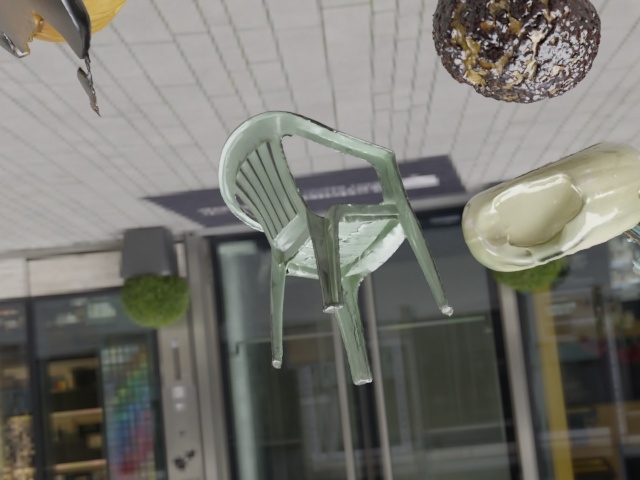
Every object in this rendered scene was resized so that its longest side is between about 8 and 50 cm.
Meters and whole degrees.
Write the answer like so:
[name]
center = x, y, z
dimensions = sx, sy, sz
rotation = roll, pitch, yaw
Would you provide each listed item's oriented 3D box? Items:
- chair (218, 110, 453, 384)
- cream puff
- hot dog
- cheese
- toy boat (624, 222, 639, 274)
[chair]
center = 0.000, 0.000, 1.238
dimensions = 0.190, 0.275, 0.203
rotation = 9, 140, -32
[cream puff]
center = 0.272, -0.287, 1.508
dimensions = 0.239, 0.165, 0.239
rotation = 24, 173, 3
[hot dog]
center = -0.175, -0.200, 0.707
dimensions = 0.107, 0.194, 0.326
rotation = -40, -145, -14
[cheese]
center = 0.185, -0.031, 0.794
dimensions = 0.137, 0.064, 0.227
rotation = -20, 180, 25
[toy boat]
center = 0.407, 0.013, 1.314
dimensions = 0.140, 0.066, 0.059
rotation = 39, -170, 29
